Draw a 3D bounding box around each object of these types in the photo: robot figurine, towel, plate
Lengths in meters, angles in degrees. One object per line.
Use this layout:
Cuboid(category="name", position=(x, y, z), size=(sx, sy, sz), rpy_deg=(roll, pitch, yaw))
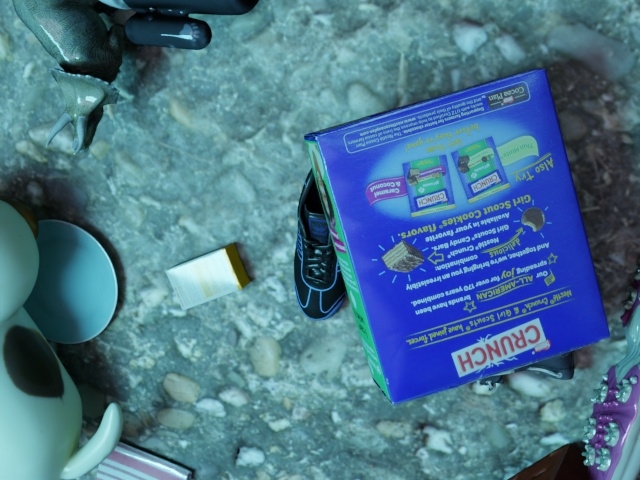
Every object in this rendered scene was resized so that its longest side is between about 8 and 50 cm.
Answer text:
Cuboid(category="robot figurine", position=(-0.162, -0.354, 1.006), size=(0.278, 0.209, 0.173), rpy_deg=(6, 141, 14))
Cuboid(category="towel", position=(-0.281, 0.407, 1.300), size=(0.144, 0.029, 0.197), rpy_deg=(19, 105, 10))
Cuboid(category="plate", position=(-0.375, 0.059, 1.243), size=(0.188, 0.024, 0.188), rpy_deg=(4, 104, 16))

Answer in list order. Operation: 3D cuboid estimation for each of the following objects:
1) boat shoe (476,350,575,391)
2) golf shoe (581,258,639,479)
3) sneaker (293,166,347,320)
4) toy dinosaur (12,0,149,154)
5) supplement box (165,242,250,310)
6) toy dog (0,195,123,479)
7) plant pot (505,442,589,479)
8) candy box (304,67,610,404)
Cuboid(category="boat shoe", position=(0.216, 0.163, 1.071), size=(0.206, 0.075, 0.065), rpy_deg=(-14, 96, 14))
Cuboid(category="golf shoe", position=(0.399, 0.159, 0.973), size=(0.140, 0.115, 0.306), rpy_deg=(19, 90, -2))
Cuboid(category="sneaker", position=(0.000, 0.000, 1.084), size=(0.081, 0.090, 0.232), rpy_deg=(10, 105, 14))
Cuboid(category="toy dinosaur", position=(-0.315, -0.274, 1.072), size=(0.121, 0.160, 0.313), rpy_deg=(-22, 97, 19))
Cuboid(category="supplement box", position=(-0.154, 0.049, 1.169), size=(0.098, 0.036, 0.062), rpy_deg=(-20, 97, 19))
Cuboid(category="toy dog", position=(-0.477, 0.141, 1.132), size=(0.395, 0.284, 0.408), rpy_deg=(4, 107, 20))
Cuboid(category="plant pot", position=(0.288, 0.406, 1.024), size=(0.267, 0.267, 0.236), rpy_deg=(-38, 79, 21))
Cuboid(category="candy box", position=(0.154, -0.006, 0.982), size=(0.268, 0.122, 0.317), rpy_deg=(-16, 98, -4))
